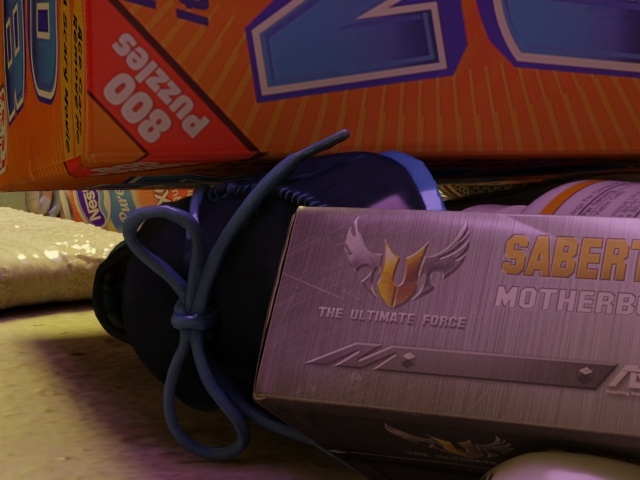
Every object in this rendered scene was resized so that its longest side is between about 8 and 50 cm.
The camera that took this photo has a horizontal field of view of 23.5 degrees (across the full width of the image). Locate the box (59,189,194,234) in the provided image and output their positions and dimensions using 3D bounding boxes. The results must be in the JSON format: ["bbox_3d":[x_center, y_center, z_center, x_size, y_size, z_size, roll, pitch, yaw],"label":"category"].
[{"bbox_3d":[-0.087,-0.069,1.335,0.154,0.142,0.300,2,8,24],"label":"box"}]

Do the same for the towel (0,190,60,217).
[{"bbox_3d":[-0.372,-0.184,1.453,0.321,0.374,0.090,1,-16,22],"label":"towel"}]

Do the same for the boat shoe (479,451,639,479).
[{"bbox_3d":[0.129,0.105,0.324,0.219,0.077,0.070,7,43,18],"label":"boat shoe"}]

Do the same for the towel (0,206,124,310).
[{"bbox_3d":[-0.257,0.010,1.126,0.187,0.049,0.282,-8,10,-36],"label":"towel"}]

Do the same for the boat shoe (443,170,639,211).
[{"bbox_3d":[0.155,0.010,0.834,0.302,0.113,0.103,5,15,42],"label":"boat shoe"}]

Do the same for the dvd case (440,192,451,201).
[{"bbox_3d":[0.119,-0.012,1.218,0.165,0.018,0.221,13,9,11],"label":"dvd case"}]

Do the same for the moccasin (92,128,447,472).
[{"bbox_3d":[-0.033,0.038,0.695,0.117,0.137,0.342,-8,-5,-17],"label":"moccasin"}]

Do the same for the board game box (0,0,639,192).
[{"bbox_3d":[0.009,-0.211,0.875,0.357,0.356,0.356,-2,0,-18],"label":"board game box"}]

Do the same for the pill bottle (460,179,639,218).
[{"bbox_3d":[0.140,0.035,0.626,0.118,0.117,0.208,-8,11,-41],"label":"pill bottle"}]

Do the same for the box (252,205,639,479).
[{"bbox_3d":[0.124,0.055,0.411,0.231,0.056,0.183,2,-23,28],"label":"box"}]

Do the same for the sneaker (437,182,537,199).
[{"bbox_3d":[0.225,-0.050,1.168,0.299,0.120,0.112,8,24,11],"label":"sneaker"}]
